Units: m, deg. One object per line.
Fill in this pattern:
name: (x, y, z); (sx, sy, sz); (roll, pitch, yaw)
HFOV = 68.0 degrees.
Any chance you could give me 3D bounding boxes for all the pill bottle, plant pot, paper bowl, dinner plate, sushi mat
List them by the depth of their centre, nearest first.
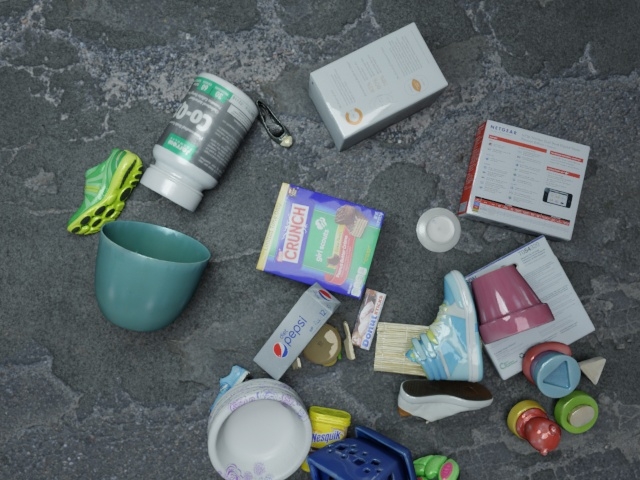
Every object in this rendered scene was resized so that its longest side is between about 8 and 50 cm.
plant pot: (0.131, 0.663, 1.290); (0.212, 0.236, 0.236); (-25, 107, -34)
plant pot: (-0.480, 0.107, 1.314); (0.293, 0.293, 0.235); (20, 103, -1)
plant pot: (0.520, 0.175, 1.333); (0.201, 0.201, 0.180); (-17, 72, -4)
paper bowl: (-0.174, 0.527, 1.336); (0.284, 0.148, 0.284); (-2, 99, -14)
pill bottle: (-0.351, -0.277, 1.374); (0.204, 0.204, 0.361); (29, 85, 0)
sushi mat: (0.323, 0.333, 1.426); (0.316, 0.019, 0.152); (3, 85, 9)
dinner plate: (0.372, -0.034, 1.485); (0.141, 0.017, 0.141); (0, 85, -2)

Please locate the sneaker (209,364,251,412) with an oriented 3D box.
sneaker: (-0.277, 0.441, 1.411); (0.073, 0.063, 0.162); (35, 87, 23)

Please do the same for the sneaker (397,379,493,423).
sneaker: (0.366, 0.483, 1.424); (0.290, 0.106, 0.123); (5, 117, -8)

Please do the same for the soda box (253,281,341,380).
soda box: (-0.068, 0.259, 1.348); (0.098, 0.091, 0.286); (39, 111, 8)

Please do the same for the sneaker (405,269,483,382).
sneaker: (0.337, 0.252, 1.359); (0.208, 0.127, 0.319); (-8, 81, 7)

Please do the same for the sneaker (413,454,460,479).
sneaker: (0.273, 0.851, 1.366); (0.202, 0.185, 0.483); (33, 80, -31)

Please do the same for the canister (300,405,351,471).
canister: (0.014, 0.590, 1.398); (0.126, 0.073, 0.170); (11, 87, -3)

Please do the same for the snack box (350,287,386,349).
snack box: (0.144, 0.239, 1.452); (0.064, 0.022, 0.178); (18, 85, -1)

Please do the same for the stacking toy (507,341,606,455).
stacking toy: (0.719, 0.465, 1.374); (0.279, 0.130, 0.309); (5, 99, -8)

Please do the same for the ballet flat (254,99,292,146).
ballet flat: (-0.150, -0.358, 1.466); (0.057, 0.049, 0.173); (-40, 89, -4)

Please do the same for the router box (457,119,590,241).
router box: (0.629, -0.181, 1.472); (0.335, 0.082, 0.301); (15, 85, -1)

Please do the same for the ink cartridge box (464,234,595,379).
ink cartridge box: (0.611, 0.202, 1.452); (0.324, 0.071, 0.330); (-27, 86, -2)

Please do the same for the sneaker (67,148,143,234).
sneaker: (-0.649, -0.144, 1.417); (0.123, 0.109, 0.295); (35, 87, 23)

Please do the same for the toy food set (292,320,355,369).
toy food set: (0.003, 0.316, 1.438); (0.192, 0.038, 0.132); (-11, 81, 8)

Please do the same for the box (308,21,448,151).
box: (0.164, -0.452, 1.427); (0.345, 0.168, 0.215); (-27, 88, -5)

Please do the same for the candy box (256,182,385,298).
candy box: (0.000, 0.000, 1.413); (0.317, 0.122, 0.268); (16, 87, 0)
